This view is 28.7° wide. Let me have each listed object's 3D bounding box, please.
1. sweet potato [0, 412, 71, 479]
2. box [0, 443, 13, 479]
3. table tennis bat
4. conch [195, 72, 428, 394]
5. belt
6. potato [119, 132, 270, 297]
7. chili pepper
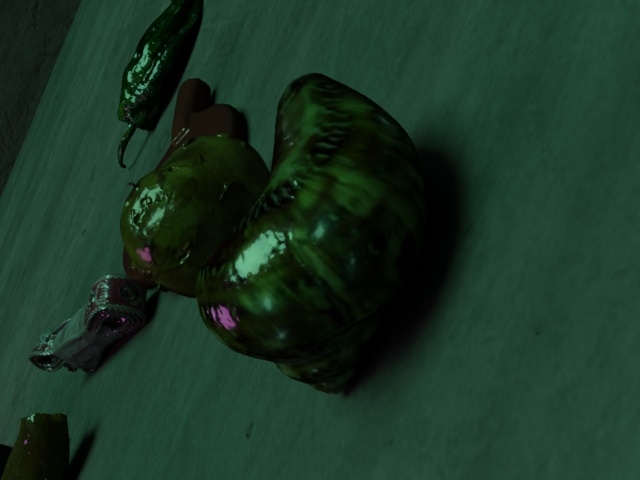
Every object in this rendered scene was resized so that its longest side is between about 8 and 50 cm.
[{"bbox_3d":[-0.327,0.291,1.396,0.077,0.077,0.244,-118,45,-64],"label":"sweet potato"},{"bbox_3d":[-0.519,0.389,1.503,0.204,0.251,0.345,-27,45,59],"label":"box"},{"bbox_3d":[-0.147,-0.077,1.338,0.200,0.038,0.310,-43,27,29],"label":"table tennis bat"},{"bbox_3d":[0.003,0.002,0.817,0.187,0.124,0.182,-48,-18,-59],"label":"conch"},{"bbox_3d":[-0.257,0.100,1.411,0.232,0.071,0.053,-34,46,50],"label":"belt"},{"bbox_3d":[-0.101,-0.021,1.084,0.137,0.137,0.176,-54,3,32],"label":"potato"},{"bbox_3d":[-0.224,-0.237,1.678,0.122,0.065,0.279,168,124,-76],"label":"chili pepper"}]
